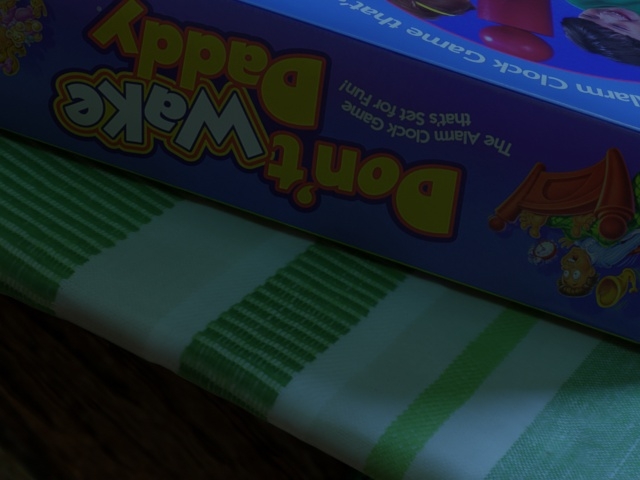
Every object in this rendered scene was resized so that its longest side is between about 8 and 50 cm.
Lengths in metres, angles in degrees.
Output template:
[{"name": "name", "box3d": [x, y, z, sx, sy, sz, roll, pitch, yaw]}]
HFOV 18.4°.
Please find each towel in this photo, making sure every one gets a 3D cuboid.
[{"name": "towel", "box3d": [0.000, 0.000, 0.731, 0.325, 0.038, 0.248, 26, 30, 17]}]

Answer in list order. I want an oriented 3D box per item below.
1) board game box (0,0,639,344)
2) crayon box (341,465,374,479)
[{"name": "board game box", "box3d": [0.007, -0.093, 0.775, 0.347, 0.078, 0.233, 19, 29, 6]}, {"name": "crayon box", "box3d": [0.125, 0.063, 0.853, 0.165, 0.081, 0.278, 38, 35, -6]}]
